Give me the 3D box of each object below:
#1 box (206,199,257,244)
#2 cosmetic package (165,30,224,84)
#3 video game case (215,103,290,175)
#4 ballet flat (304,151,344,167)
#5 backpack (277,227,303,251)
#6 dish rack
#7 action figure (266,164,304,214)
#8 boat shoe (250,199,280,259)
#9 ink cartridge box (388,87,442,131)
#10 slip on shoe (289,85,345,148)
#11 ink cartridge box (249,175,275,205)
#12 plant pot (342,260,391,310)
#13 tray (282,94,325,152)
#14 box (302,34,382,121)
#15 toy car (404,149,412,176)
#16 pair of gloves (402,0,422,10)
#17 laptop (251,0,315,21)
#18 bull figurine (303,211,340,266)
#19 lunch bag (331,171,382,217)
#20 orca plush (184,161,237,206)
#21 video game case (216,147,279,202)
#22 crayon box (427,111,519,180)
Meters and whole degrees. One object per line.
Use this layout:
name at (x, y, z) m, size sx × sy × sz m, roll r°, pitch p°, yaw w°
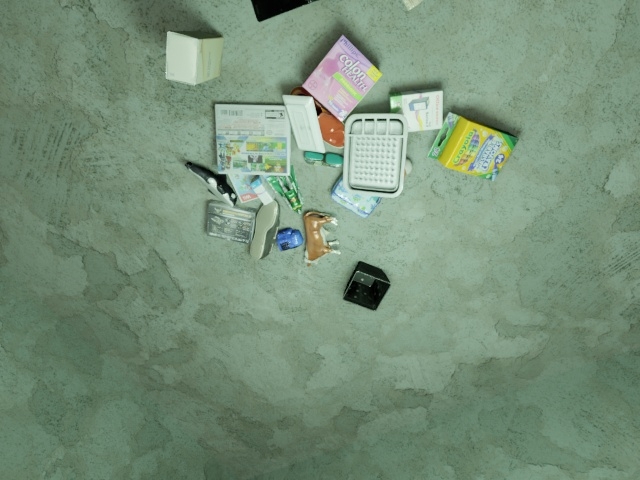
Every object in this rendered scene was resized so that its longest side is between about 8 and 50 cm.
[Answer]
box at (-0.442, -0.090, 2.016) m, size 0.230 × 0.056 × 0.183 m, roll 11°, pitch 118°, yaw -2°
cosmetic package at (-0.470, -0.699, 1.543) m, size 0.113 × 0.310 × 0.160 m, roll 13°, pitch 119°, yaw -3°
video game case at (-0.296, -0.442, 1.795) m, size 0.328 × 0.036 × 0.300 m, roll 2°, pitch 106°, yaw 2°
ballet flat at (0.019, -0.361, 1.839) m, size 0.188 × 0.070 × 0.070 m, roll 13°, pitch 119°, yaw 1°
backpack at (-0.150, -0.008, 2.016) m, size 0.120 × 0.098 × 0.101 m, roll -13°, pitch 113°, yaw 12°
dish rack at (0.234, -0.356, 1.707) m, size 0.285 × 0.072 × 0.333 m, roll 10°, pitch 105°, yaw 31°
action figure at (-0.140, -0.220, 1.920) m, size 0.137 × 0.063 × 0.232 m, roll -26°, pitch 119°, yaw 2°
boat shoe at (-0.260, -0.058, 2.013) m, size 0.112 × 0.095 × 0.336 m, roll 35°, pitch 117°, yaw 26°
ink cartridge box at (0.395, -0.540, 1.692) m, size 0.212 × 0.093 × 0.155 m, roll -5°, pitch 118°, yaw 5°
slip on shoe at (-0.003, -0.514, 1.730) m, size 0.123 × 0.101 × 0.331 m, roll -40°, pitch 110°, yaw 20°
ink cartridge box at (-0.265, -0.236, 1.877) m, size 0.052 × 0.089 × 0.123 m, roll -29°, pitch 113°, yaw 18°
plant pot at (0.232, 0.216, 2.071) m, size 0.187 × 0.167 × 0.188 m, roll 21°, pitch 117°, yaw -7°
tray at (-0.072, -0.481, 1.715) m, size 0.145 × 0.030 × 0.271 m, roll 12°, pitch 143°, yaw 25°
box at (0.084, -0.645, 1.630) m, size 0.213 × 0.117 × 0.243 m, roll 39°, pitch 108°, yaw -16°
toy car at (0.315, -0.334, 1.784) m, size 0.159 × 0.136 × 0.182 m, roll -18°, pitch 116°, yaw 14°
pair of gloves at (0.351, -0.999, 1.476) m, size 0.240 × 0.042 × 0.204 m, roll -40°, pitch 105°, yaw 20°
laptop at (-0.080, -1.072, 1.480) m, size 0.407 × 0.236 × 0.382 m, roll 3°, pitch 122°, yaw 36°
bull figurine at (0.000, 0.000, 2.010) m, size 0.188 × 0.101 × 0.311 m, roll -5°, pitch 122°, yaw 1°
lunch bag at (0.169, -0.217, 1.887) m, size 0.218 × 0.090 × 0.176 m, roll 32°, pitch 119°, yaw -12°
orca plush at (-0.495, -0.288, 1.917) m, size 0.287 × 0.102 × 0.151 m, roll 37°, pitch 160°, yaw -4°
video game case at (-0.334, -0.330, 1.896) m, size 0.203 × 0.025 × 0.285 m, roll -16°, pitch 117°, yaw 12°
crayon box at (0.642, -0.389, 1.713) m, size 0.322 × 0.083 × 0.203 m, roll 11°, pitch 120°, yaw -20°
